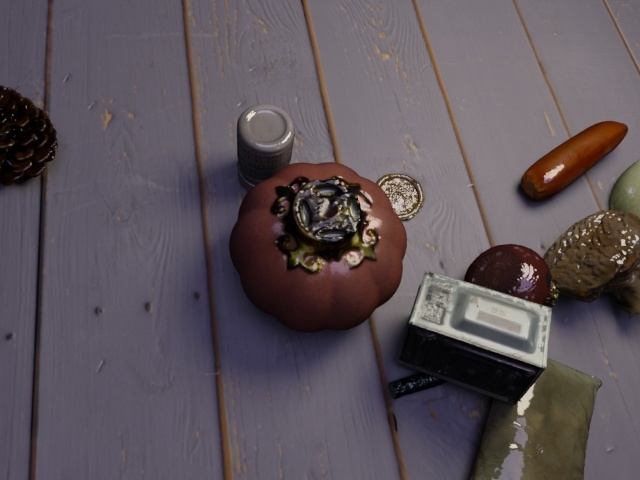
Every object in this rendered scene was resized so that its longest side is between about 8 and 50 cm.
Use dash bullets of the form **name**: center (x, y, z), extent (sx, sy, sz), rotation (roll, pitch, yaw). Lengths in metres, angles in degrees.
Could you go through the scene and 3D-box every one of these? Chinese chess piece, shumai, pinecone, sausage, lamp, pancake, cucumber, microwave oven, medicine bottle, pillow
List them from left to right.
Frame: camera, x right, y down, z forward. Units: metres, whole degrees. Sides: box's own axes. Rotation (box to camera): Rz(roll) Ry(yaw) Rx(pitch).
- **pinecone**: center (-0.563, -0.196, 0.876), extent (0.163, 0.165, 0.162), rotation (2, 63, -4)
- **medicine bottle**: center (-0.104, -0.165, 0.931), extent (0.105, 0.168, 0.105), rotation (3, 67, -8)
- **lamp**: center (0.000, 0.000, 0.838), extent (0.306, 0.239, 0.305), rotation (3, 67, -6)
- **pancake**: center (0.161, -0.091, 1.026), extent (0.115, 0.011, 0.114), rotation (3, 69, -7)
- **cucumber**: center (0.186, 0.245, 0.877), extent (0.133, 0.032, 0.032), rotation (-13, 70, -13)
- **microwave oven**: center (0.248, 0.162, 0.826), extent (0.208, 0.162, 0.122), rotation (17, 52, 13)
- **lamp**: center (0.345, 0.088, 0.916), extent (0.156, 0.135, 0.157), rotation (-27, 46, 24)
- **pillow**: center (0.365, 0.337, 0.843), extent (0.185, 0.075, 0.302), rotation (25, 63, 4)
- **sausage**: center (0.551, -0.182, 1.082), extent (0.300, 0.089, 0.083), rotation (-33, 69, -20)
- **shumai**: center (0.551, 0.057, 0.968), extent (0.206, 0.166, 0.175), rotation (-42, 116, 4)
- **Chinese chess piece**: center (0.751, -0.068, 1.058), extent (0.250, 0.101, 0.250), rotation (3, 68, -8)
